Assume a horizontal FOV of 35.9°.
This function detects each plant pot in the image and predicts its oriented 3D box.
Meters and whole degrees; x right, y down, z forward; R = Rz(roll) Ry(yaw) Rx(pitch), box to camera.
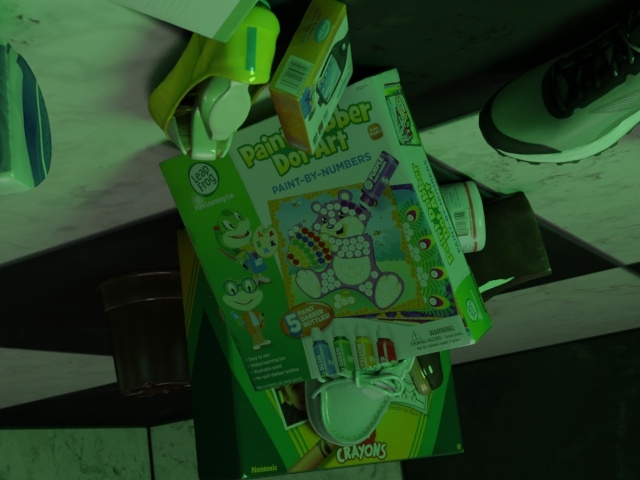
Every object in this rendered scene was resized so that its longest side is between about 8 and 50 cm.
[{"bbox_3d":[-0.242,0.141,1.469,0.167,0.165,0.167,-8,166,-2],"label":"plant pot"}]

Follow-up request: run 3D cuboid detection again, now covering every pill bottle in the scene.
[{"bbox_3d":[0.113,-0.020,1.196,0.160,0.087,0.087,-8,165,1],"label":"pill bottle"}]

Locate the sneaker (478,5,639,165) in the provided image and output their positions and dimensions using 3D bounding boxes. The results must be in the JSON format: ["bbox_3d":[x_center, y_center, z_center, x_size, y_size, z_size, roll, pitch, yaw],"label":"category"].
[{"bbox_3d":[0.252,-0.146,0.807,0.272,0.100,0.108,-19,148,26],"label":"sneaker"}]

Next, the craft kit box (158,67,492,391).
[{"bbox_3d":[0.000,0.000,0.909,0.250,0.246,0.061,-18,-175,32],"label":"craft kit box"}]

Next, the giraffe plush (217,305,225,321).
[{"bbox_3d":[-0.039,0.012,1.067,0.181,0.170,0.210,-13,165,18],"label":"giraffe plush"}]

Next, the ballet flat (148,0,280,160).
[{"bbox_3d":[-0.087,-0.107,0.775,0.077,0.077,0.231,-1,164,-21],"label":"ballet flat"}]

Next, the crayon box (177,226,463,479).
[{"bbox_3d":[0.007,0.133,1.273,0.363,0.313,0.106,4,165,-39],"label":"crayon box"}]

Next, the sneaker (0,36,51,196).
[{"bbox_3d":[-0.338,-0.073,0.719,0.316,0.127,0.182,-3,170,6],"label":"sneaker"}]

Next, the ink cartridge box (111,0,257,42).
[{"bbox_3d":[-0.121,-0.191,0.488,0.235,0.056,0.171,16,156,-22],"label":"ink cartridge box"}]

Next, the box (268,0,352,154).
[{"bbox_3d":[-0.004,-0.121,0.760,0.028,0.081,0.136,23,169,12],"label":"box"}]

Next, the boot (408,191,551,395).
[{"bbox_3d":[0.186,0.059,1.233,0.207,0.248,0.090,-12,151,6],"label":"boot"}]

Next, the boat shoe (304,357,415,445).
[{"bbox_3d":[0.062,0.088,1.115,0.118,0.320,0.103,20,-172,-4],"label":"boat shoe"}]
